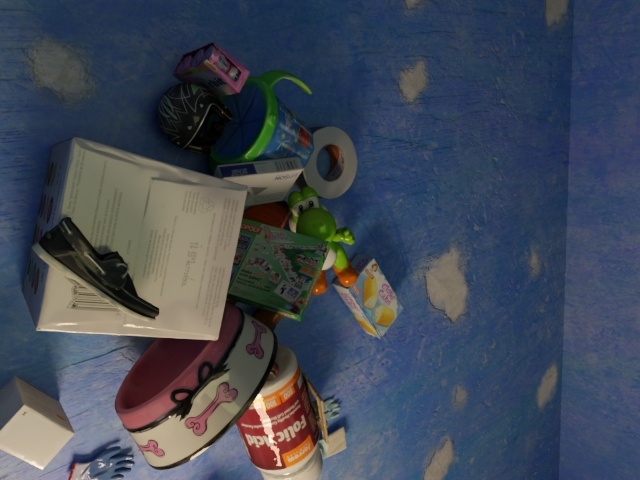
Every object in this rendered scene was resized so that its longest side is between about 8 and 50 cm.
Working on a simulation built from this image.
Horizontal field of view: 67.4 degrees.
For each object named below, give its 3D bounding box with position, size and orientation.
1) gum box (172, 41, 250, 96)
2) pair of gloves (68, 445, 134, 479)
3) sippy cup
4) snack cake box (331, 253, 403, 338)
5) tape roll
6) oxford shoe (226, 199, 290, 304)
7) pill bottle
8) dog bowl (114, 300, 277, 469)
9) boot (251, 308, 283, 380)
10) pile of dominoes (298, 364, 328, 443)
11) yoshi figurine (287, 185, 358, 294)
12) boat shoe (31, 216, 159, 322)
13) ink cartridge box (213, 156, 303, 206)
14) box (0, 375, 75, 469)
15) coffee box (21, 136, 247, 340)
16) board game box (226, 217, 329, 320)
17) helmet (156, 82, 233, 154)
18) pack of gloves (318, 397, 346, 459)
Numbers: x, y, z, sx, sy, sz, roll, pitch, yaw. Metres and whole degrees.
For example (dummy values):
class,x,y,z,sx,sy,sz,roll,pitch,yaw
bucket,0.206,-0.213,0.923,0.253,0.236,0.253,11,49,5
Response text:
class,x,y,z,sx,sy,sz,roll,pitch,yaw
gum box,-0.264,-0.406,1.161,0.107,0.188,0.062,32,78,-38
pair of gloves,-0.563,0.618,1.212,0.159,0.023,0.198,15,89,-41
sippy cup,-0.144,-0.274,1.271,0.224,0.305,0.240,20,55,-50
snack cake box,0.169,0.195,1.672,0.152,0.089,0.264,-47,123,-21
tape roll,0.011,-0.240,1.482,0.219,0.072,0.219,-8,104,-37
oxford shoe,-0.201,0.033,1.358,0.363,0.130,0.132,-55,158,-25
pill bottle,-0.130,0.525,1.406,0.224,0.224,0.392,-28,114,-32
dog bowl,-0.304,0.310,1.136,0.408,0.408,0.150,-47,111,-22
boot,-0.124,0.236,1.337,0.280,0.264,0.096,-49,114,-19
pile of dominoes,-0.019,0.483,1.466,0.040,0.196,0.251,-22,132,-20
yoshi figurine,-0.003,0.020,1.383,0.203,0.203,0.362,-52,140,-30
boat shoe,-0.357,0.058,0.808,0.233,0.084,0.079,47,72,-28
ink cartridge box,-0.183,-0.128,1.241,0.223,0.224,0.045,-13,71,-30
box,-0.625,0.385,1.025,0.091,0.170,0.130,-51,123,-20
coffee box,-0.404,-0.002,1.024,0.338,0.334,0.337,12,91,-36
board game box,-0.160,0.059,1.226,0.046,0.317,0.213,79,30,-59
helmet,-0.311,-0.296,1.153,0.161,0.169,0.169,10,92,-56
pack of gloves,-0.019,0.658,1.648,0.232,0.046,0.195,-8,91,-40
